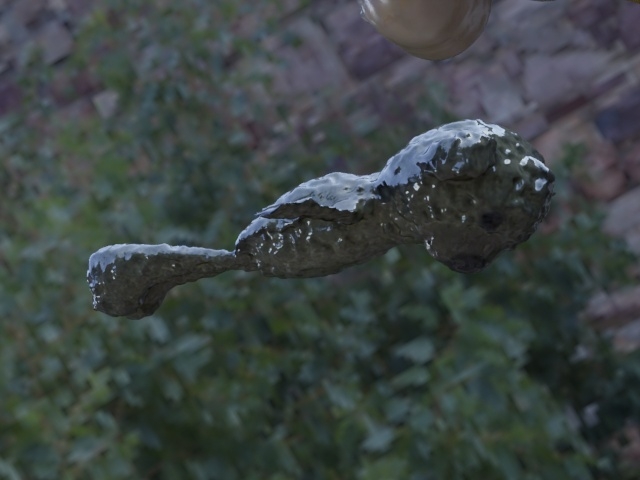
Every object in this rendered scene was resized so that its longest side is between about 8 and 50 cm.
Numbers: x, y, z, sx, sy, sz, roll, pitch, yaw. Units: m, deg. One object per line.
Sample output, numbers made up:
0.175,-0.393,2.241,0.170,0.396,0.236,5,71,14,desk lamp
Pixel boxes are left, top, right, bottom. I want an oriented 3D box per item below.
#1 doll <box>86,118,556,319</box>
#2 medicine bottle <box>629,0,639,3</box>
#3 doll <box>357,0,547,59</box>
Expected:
-0.005,-0.005,1.102,0.285,0.091,0.203,-6,-19,0,doll
0.063,-0.101,0.337,0.239,0.124,0.124,21,36,34,medicine bottle
0.035,-0.210,0.684,0.154,0.278,0.119,-18,-10,18,doll
